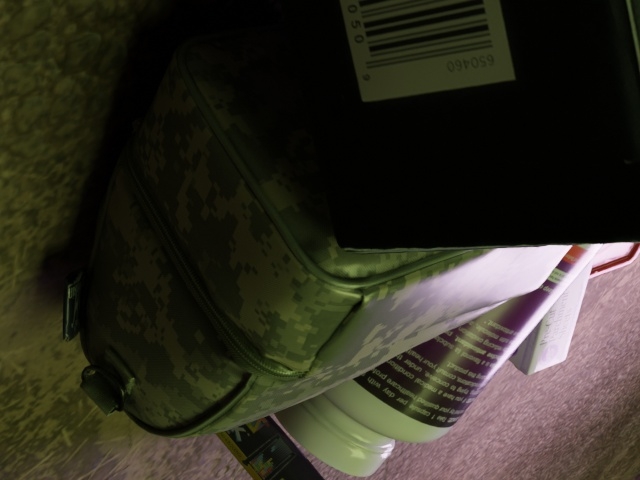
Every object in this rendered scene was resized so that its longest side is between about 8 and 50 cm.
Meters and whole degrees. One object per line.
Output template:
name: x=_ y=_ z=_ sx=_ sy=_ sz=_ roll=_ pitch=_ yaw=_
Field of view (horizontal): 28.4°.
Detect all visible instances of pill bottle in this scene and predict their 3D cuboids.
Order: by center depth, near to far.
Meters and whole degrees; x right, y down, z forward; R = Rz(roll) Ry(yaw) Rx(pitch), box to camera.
pill bottle: x=0.094 y=0.050 z=1.120 sx=0.323 sy=0.181 sz=0.181 roll=-53 pitch=155 yaw=14

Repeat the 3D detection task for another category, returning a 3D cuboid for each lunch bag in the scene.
lunch bag: x=0.000 y=0.000 z=0.861 sx=0.305 sy=0.212 sz=0.256 roll=-18 pitch=152 yaw=-40

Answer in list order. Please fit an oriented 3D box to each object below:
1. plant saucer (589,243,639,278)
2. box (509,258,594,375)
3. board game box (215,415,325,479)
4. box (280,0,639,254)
plant saucer: x=0.325 y=-0.032 z=1.475 sx=0.258 sy=0.048 sz=0.259 roll=-17 pitch=144 yaw=-33
box: x=0.252 y=-0.008 z=1.331 sx=0.067 sy=0.063 sz=0.324 roll=-14 pitch=129 yaw=-33
board game box: x=-0.048 y=0.186 z=1.116 sx=0.048 sy=0.170 sz=0.141 roll=-40 pitch=155 yaw=-8
box: x=0.179 y=-0.188 z=0.700 sx=0.395 sy=0.212 sz=0.293 roll=-23 pitch=104 yaw=-41
